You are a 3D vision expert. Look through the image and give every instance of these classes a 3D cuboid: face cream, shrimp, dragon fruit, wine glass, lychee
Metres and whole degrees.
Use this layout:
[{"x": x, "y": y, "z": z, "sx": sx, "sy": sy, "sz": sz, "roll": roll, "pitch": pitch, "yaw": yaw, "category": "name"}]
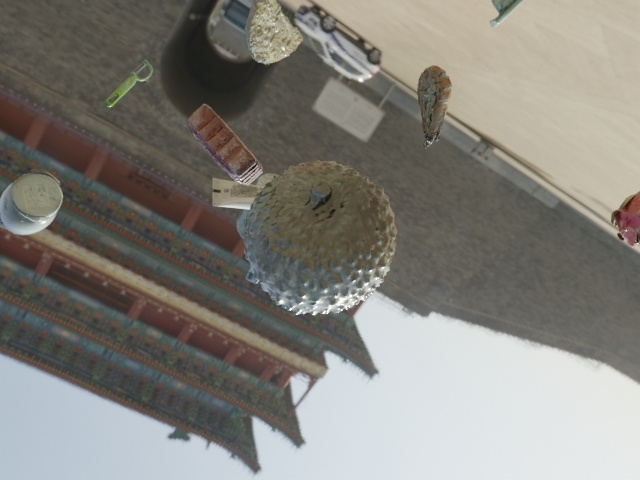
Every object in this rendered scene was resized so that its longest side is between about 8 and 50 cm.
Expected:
[{"x": -0.140, "y": -0.100, "z": 1.465, "sx": 0.244, "sy": 0.058, "sz": 0.092, "roll": 8, "pitch": -134, "yaw": -18, "category": "face cream"}, {"x": 0.241, "y": -0.284, "z": 1.300, "sx": 0.043, "sy": 0.184, "sz": 0.091, "roll": -21, "pitch": -146, "yaw": -32, "category": "shrimp"}, {"x": 0.526, "y": -0.041, "z": 0.985, "sx": 0.086, "sy": 0.116, "sz": 0.081, "roll": 10, "pitch": 133, "yaw": 46, "category": "dragon fruit"}, {"x": -0.615, "y": -0.072, "z": 1.277, "sx": 0.111, "sy": 0.111, "sz": 0.204, "roll": 25, "pitch": 155, "yaw": -30, "category": "wine glass"}, {"x": 0.000, "y": 0.000, "z": 1.013, "sx": 0.255, "sy": 0.255, "sz": 0.274, "roll": 41, "pitch": 160, "yaw": 28, "category": "lychee"}]

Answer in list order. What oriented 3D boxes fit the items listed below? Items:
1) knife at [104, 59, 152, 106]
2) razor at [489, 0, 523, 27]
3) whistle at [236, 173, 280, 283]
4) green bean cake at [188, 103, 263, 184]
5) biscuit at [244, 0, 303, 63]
[{"x": -0.561, "y": -0.455, "z": 1.788, "sx": 0.015, "sy": 0.212, "sz": 0.054, "roll": -12, "pitch": 128, "yaw": 45, "category": "knife"}, {"x": 0.279, "y": -0.520, "z": 1.161, "sx": 0.278, "sy": 0.111, "sz": 0.056, "roll": 47, "pitch": -179, "yaw": 28, "category": "razor"}, {"x": -0.123, "y": -0.030, "z": 1.743, "sx": 0.188, "sy": 0.168, "sz": 0.404, "roll": 17, "pitch": -145, "yaw": -23, "category": "whistle"}, {"x": -0.163, "y": -0.159, "z": 1.039, "sx": 0.135, "sy": 0.056, "sz": 0.135, "roll": 46, "pitch": 178, "yaw": 3, "category": "green bean cake"}, {"x": -0.129, "y": -0.513, "z": 1.520, "sx": 0.038, "sy": 0.141, "sz": 0.290, "roll": 34, "pitch": -175, "yaw": 15, "category": "biscuit"}]
